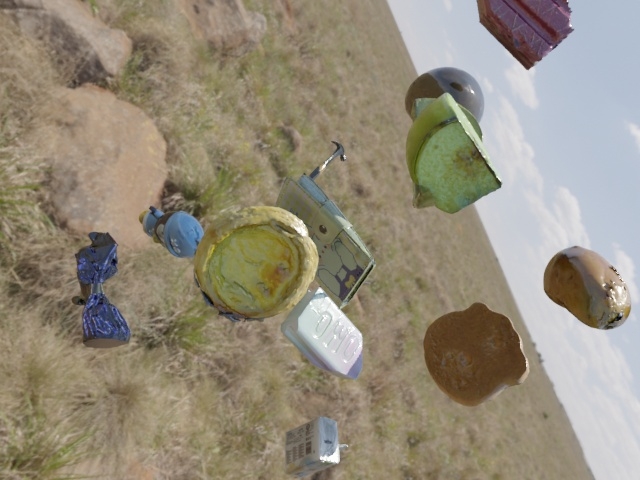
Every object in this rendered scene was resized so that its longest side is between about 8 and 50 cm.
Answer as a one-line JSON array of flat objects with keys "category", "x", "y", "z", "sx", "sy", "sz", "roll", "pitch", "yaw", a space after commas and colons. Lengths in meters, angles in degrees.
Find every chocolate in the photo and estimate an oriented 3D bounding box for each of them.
[{"category": "chocolate", "x": -0.616, "y": 0.127, "z": 1.410, "sx": 0.126, "sy": 0.148, "sz": 0.344, "roll": 58, "pitch": 15, "yaw": -70}]

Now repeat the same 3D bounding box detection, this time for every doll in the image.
[{"category": "doll", "x": -0.522, "y": -0.028, "z": 1.826, "sx": 0.141, "sy": 0.313, "sz": 0.177, "roll": -44, "pitch": 137, "yaw": -37}]

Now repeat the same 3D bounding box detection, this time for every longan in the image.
[{"category": "longan", "x": 0.457, "y": -0.500, "z": 1.888, "sx": 0.243, "sy": 0.300, "sz": 0.300, "roll": -61, "pitch": 140, "yaw": -19}]

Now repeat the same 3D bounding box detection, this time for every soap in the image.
[{"category": "soap", "x": 0.027, "y": 0.373, "z": 1.963, "sx": 0.347, "sy": 0.115, "sz": 0.208, "roll": 50, "pitch": 53, "yaw": -17}, {"category": "soap", "x": 0.583, "y": -0.686, "z": 1.501, "sx": 0.325, "sy": 0.220, "sz": 0.127, "roll": 43, "pitch": 8, "yaw": -5}]

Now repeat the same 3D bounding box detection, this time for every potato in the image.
[{"category": "potato", "x": 0.409, "y": -0.263, "z": 1.716, "sx": 0.280, "sy": 0.212, "sz": 0.331, "roll": 67, "pitch": 23, "yaw": -75}]

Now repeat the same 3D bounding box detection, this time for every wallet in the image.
[{"category": "wallet", "x": 0.000, "y": 0.000, "z": 1.314, "sx": 0.077, "sy": 0.223, "sz": 0.310, "roll": -25, "pitch": 67, "yaw": -42}]

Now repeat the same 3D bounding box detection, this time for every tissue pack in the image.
[{"category": "tissue pack", "x": -0.016, "y": 0.779, "z": 1.931, "sx": 0.145, "sy": 0.229, "sz": 0.159, "roll": 24, "pitch": 45, "yaw": -30}]

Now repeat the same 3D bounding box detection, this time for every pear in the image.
[{"category": "pear", "x": 0.317, "y": -0.243, "z": 1.335, "sx": 0.286, "sy": 0.176, "sz": 0.282, "roll": 45, "pitch": 29, "yaw": -31}]

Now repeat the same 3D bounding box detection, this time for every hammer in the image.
[{"category": "hammer", "x": 0.005, "y": -0.213, "z": 1.477, "sx": 0.201, "sy": 0.021, "sz": 0.078, "roll": -47, "pitch": 136, "yaw": -28}]

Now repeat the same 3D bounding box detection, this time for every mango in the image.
[{"category": "mango", "x": 0.587, "y": 0.106, "z": 1.149, "sx": 0.151, "sy": 0.156, "sz": 0.249, "roll": 47, "pitch": 25, "yaw": -21}]

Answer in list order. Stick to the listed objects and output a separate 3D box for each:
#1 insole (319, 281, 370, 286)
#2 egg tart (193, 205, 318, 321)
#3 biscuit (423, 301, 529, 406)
[{"category": "insole", "x": 0.090, "y": 0.165, "z": 1.886, "sx": 0.327, "sy": 0.111, "sz": 0.007, "roll": 10, "pitch": 66, "yaw": -61}, {"category": "egg tart", "x": -0.141, "y": 0.048, "z": 1.130, "sx": 0.279, "sy": 0.278, "sz": 0.095, "roll": 60, "pitch": 4, "yaw": -22}, {"category": "biscuit", "x": 0.569, "y": 0.420, "z": 1.930, "sx": 0.062, "sy": 0.364, "sz": 0.385, "roll": 47, "pitch": 18, "yaw": -41}]
